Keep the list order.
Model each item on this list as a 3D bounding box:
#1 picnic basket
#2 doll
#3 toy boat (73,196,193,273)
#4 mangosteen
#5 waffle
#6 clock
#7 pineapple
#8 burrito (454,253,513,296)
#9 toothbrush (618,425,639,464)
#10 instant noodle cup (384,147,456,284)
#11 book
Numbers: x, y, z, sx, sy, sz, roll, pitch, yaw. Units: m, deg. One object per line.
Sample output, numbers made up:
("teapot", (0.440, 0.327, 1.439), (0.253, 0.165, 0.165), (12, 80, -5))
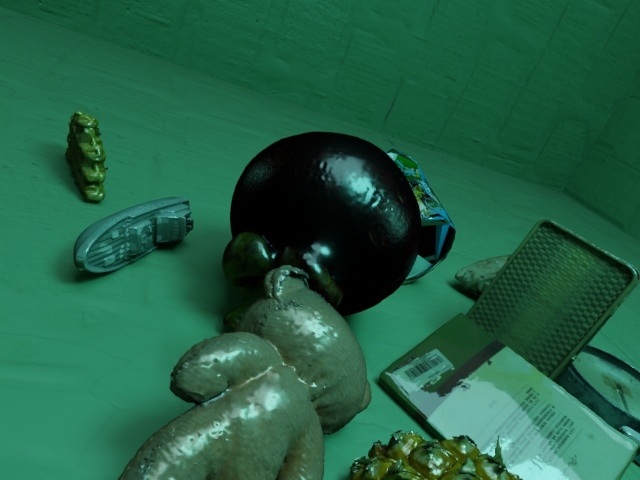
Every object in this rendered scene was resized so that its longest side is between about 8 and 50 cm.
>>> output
("picnic basket", (0.364, 0.111, 0.769), (0.165, 0.266, 0.139), (41, 13, 31))
("doll", (-0.078, 0.172, 0.462), (0.303, 0.156, 0.201), (-39, 105, -44))
("toy boat", (-0.268, -0.011, 0.705), (0.085, 0.078, 0.260), (12, 20, 12))
("mangosteen", (0.004, -0.014, 0.694), (0.297, 0.296, 0.313), (22, 21, -1))
("waffle", (-0.427, -0.151, 0.855), (0.046, 0.160, 0.192), (-6, 7, -37))
("clock", (0.534, 0.272, 0.852), (0.226, 0.049, 0.226), (19, 23, -8))
("pineapple", (0.141, 0.255, 0.440), (0.233, 0.135, 0.079), (30, 26, 13))
("burrito", (0.465, 0.098, 1.096), (0.348, 0.107, 0.175), (-1, 47, -39))
("toothbrush", (0.626, 0.405, 0.663), (0.418, 0.040, 0.042), (32, 24, 20))
("instant noodle cup", (0.151, -0.034, 0.962), (0.240, 0.240, 0.178), (7, 38, -32))
("book", (0.246, 0.232, 0.635), (0.201, 0.026, 0.289), (-24, 50, -33))
